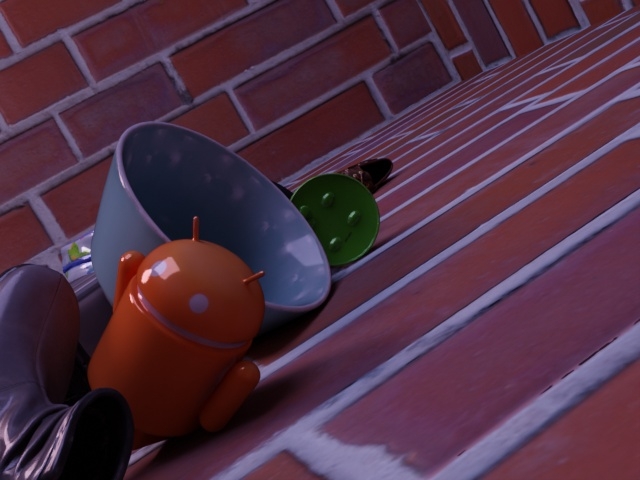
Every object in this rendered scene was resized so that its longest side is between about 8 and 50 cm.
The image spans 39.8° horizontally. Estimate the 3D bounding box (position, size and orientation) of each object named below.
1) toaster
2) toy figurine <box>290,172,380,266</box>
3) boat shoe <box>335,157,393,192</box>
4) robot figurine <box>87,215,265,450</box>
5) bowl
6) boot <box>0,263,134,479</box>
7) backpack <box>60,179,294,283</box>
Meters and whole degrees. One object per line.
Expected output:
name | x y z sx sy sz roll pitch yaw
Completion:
toaster | -0.305 0.135 1.129 0.168 0.186 0.110 -22 15 48
toy figurine | 0.000 0.000 1.282 0.173 0.130 0.159 -56 -2 -10
boat shoe | 0.075 -0.121 1.796 0.073 0.073 0.207 -25 9 41
robot figurine | -0.134 0.090 0.816 0.219 0.128 0.158 -59 26 20
bowl | -0.154 0.019 1.085 0.163 0.311 0.311 -48 0 24
boot | -0.223 0.147 0.715 0.222 0.118 0.338 -23 47 38
backpack | -0.220 0.035 1.363 0.290 0.273 0.355 -11 31 47
